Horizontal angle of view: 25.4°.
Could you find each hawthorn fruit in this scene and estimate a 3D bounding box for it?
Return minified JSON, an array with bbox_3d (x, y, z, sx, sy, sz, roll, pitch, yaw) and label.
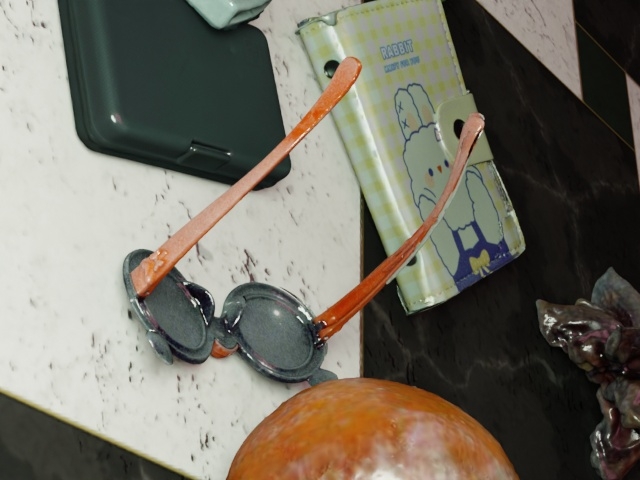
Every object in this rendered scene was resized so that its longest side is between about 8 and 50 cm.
[{"bbox_3d":[0.026,0.216,1.062,0.235,0.263,0.231,23,86,-35],"label":"hawthorn fruit"}]

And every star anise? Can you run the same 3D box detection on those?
[{"bbox_3d":[0.343,0.145,1.634,0.212,0.129,0.283,63,24,-17],"label":"star anise"}]

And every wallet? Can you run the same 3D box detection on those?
[{"bbox_3d":[0.100,-0.097,1.465,0.223,0.077,0.309,-23,92,-54],"label":"wallet"}]

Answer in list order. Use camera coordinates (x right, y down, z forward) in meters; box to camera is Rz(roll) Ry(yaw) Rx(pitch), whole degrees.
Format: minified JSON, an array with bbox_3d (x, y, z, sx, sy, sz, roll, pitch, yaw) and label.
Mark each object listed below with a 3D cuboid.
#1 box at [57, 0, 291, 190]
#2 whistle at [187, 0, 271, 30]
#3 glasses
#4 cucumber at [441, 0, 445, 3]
[{"bbox_3d":[-0.119,-0.134,1.195,0.230,0.050,0.160,13,60,-52],"label":"box"},{"bbox_3d":[-0.125,-0.332,1.196,0.290,0.163,0.163,44,34,2],"label":"whistle"},{"bbox_3d":[0.000,0.000,1.099,0.234,0.268,0.118,19,37,-47],"label":"glasses"},{"bbox_3d":[0.092,-0.354,1.607,0.193,0.086,0.115,62,-11,-6],"label":"cucumber"}]
